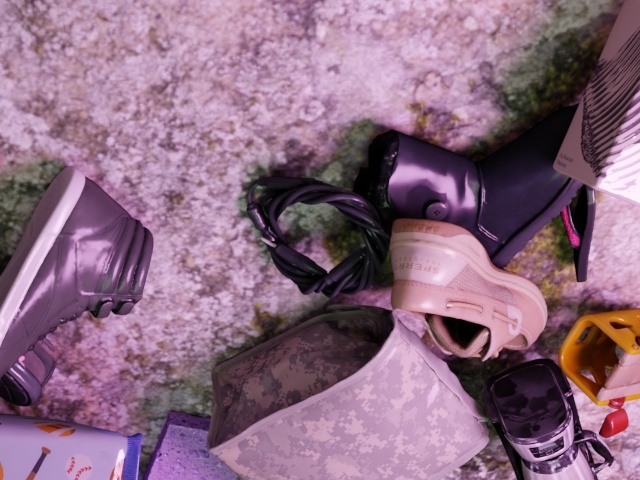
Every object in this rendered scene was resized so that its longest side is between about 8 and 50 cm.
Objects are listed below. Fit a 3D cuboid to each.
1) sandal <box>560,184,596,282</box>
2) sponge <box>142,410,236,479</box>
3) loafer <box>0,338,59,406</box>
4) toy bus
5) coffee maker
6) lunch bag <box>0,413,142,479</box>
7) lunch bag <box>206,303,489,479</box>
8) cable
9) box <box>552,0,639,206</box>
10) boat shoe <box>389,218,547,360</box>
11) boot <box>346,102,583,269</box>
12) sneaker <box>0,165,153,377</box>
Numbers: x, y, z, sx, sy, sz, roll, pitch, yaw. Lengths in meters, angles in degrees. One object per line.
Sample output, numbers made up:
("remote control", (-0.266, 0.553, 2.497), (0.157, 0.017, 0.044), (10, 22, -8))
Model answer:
("sandal", (0.297, -0.023, 1.339), (0.040, 0.067, 0.179), (1, 129, 7))
("sponge", (-0.179, 0.324, 1.554), (0.117, 0.031, 0.210), (14, 122, -16))
("loafer", (-0.406, 0.079, 1.340), (0.096, 0.084, 0.268), (-5, 129, 37))
("toy bus", (0.392, 0.135, 1.434), (0.191, 0.104, 0.202), (-37, 143, -9))
("coffee maker", (0.268, 0.238, 1.435), (0.120, 0.171, 0.178), (-35, 129, -13))
("lunch bag", (-0.384, 0.326, 1.358), (0.327, 0.385, 0.239), (8, 81, -12))
("lunch bag", (0.039, 0.214, 1.416), (0.287, 0.169, 0.235), (-28, 123, 19))
("cable", (0.000, 0.000, 1.277), (0.184, 0.047, 0.151), (5, 120, 36))
("box", (0.345, -0.174, 1.152), (0.094, 0.113, 0.275), (19, 98, -17))
("boat shoe", (0.162, 0.080, 1.301), (0.121, 0.110, 0.341), (1, 161, 32))
("boot", (0.164, -0.077, 1.265), (0.207, 0.094, 0.246), (19, 127, -23))
("sneaker", (-0.289, 0.079, 1.270), (0.146, 0.104, 0.296), (31, 86, -27))
